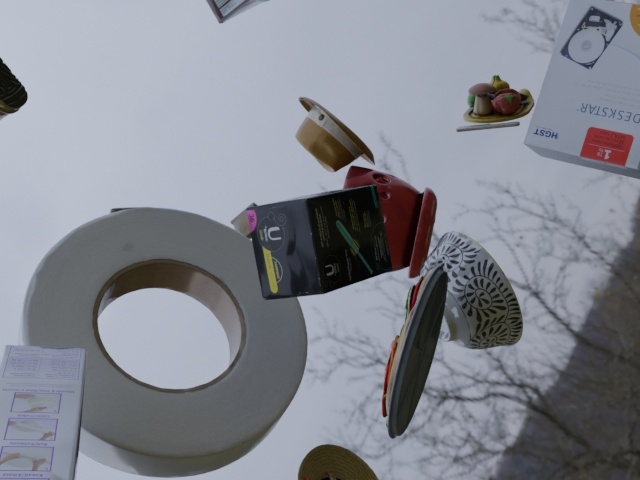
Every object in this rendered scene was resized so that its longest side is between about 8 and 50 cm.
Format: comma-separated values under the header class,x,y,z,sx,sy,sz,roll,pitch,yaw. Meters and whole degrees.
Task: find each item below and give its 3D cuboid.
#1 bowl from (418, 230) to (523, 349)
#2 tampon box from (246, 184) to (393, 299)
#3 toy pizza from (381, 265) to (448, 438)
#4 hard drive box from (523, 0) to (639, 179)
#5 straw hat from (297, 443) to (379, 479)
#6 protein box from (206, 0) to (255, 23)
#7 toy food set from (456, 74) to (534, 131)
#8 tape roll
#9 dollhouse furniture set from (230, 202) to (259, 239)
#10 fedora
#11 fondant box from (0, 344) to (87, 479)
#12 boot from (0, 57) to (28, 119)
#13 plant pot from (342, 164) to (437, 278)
class,x,y,z,sx,sy,sz,roll,pitch,yaw
bowl,0.175,0.080,1.217,0.080,0.170,0.170,-28,-35,-18
tampon box,0.000,0.000,1.211,0.161,0.101,0.120,-15,-85,-53
toy pizza,0.101,0.123,1.064,0.201,0.032,0.201,15,-90,-74
hard drive box,0.425,-0.222,1.372,0.089,0.181,0.232,16,-89,-58
straw hat,0.012,0.332,1.188,0.061,0.144,0.144,-48,-8,31
protein box,-0.097,-0.463,1.374,0.200,0.136,0.201,-35,-79,-28
toy food set,0.333,-0.271,1.786,0.218,0.128,0.071,-48,-47,-61
tape roll,-0.209,0.126,1.278,0.392,0.392,0.072,-49,-9,-41
dollhouse furniture set,-0.115,0.052,1.674,0.144,0.151,0.123,-39,-45,16
fedora,0.013,-0.182,1.736,0.079,0.194,0.194,-49,-21,0
fondant box,-0.294,0.280,0.935,0.330,0.096,0.238,-122,39,-67
boot,-0.660,-0.259,1.631,0.236,0.269,0.089,57,-144,-9
plant pot,0.117,-0.030,1.708,0.191,0.174,0.191,10,-90,-85
